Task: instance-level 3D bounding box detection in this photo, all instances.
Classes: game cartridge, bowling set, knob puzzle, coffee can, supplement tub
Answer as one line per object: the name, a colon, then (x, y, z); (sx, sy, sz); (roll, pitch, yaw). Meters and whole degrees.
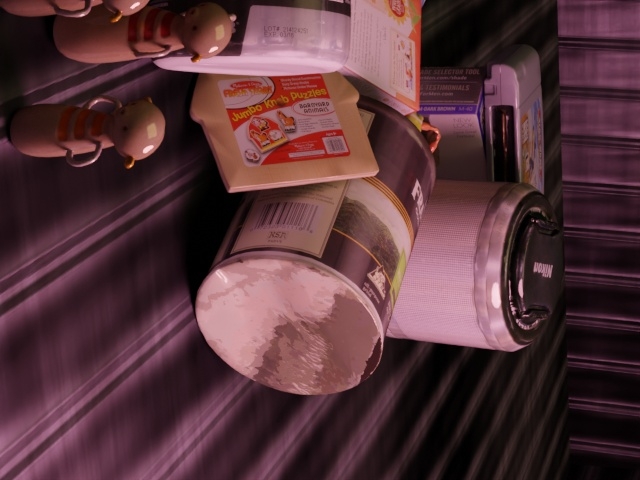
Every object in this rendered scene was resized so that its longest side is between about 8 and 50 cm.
game cartridge: (0.281, -0.124, 2.030); (0.198, 0.062, 0.297); (-38, 128, -61)
bowling set: (-0.159, -0.211, 1.098); (0.200, 0.154, 0.287); (66, 32, -51)
knob puzzle: (-0.049, -0.139, 1.476); (0.030, 0.213, 0.213); (125, -17, -55)
coffee can: (0.000, 0.000, 1.537); (0.275, 0.201, 0.201); (-69, 154, -44)
supplement tub: (-0.065, -0.317, 1.323); (0.193, 0.193, 0.316); (-6, 98, -72)

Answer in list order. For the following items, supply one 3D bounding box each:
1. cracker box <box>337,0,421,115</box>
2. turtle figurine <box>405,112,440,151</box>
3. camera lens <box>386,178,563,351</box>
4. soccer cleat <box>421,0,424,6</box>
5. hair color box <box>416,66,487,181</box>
cracker box: (0.020, -0.251, 1.628); (0.232, 0.067, 0.156); (27, 58, -42)
turtle figurine: (0.034, -0.088, 1.734); (0.269, 0.087, 0.217); (-44, 127, -11)
camera lens: (0.168, 0.028, 1.878); (0.219, 0.274, 0.219); (-12, 104, -59)
soccer cleat: (0.067, -0.290, 1.864); (0.331, 0.116, 0.143); (-57, -174, -33)
hair color box: (0.172, -0.099, 2.077); (0.339, 0.185, 0.110); (72, 27, -45)
